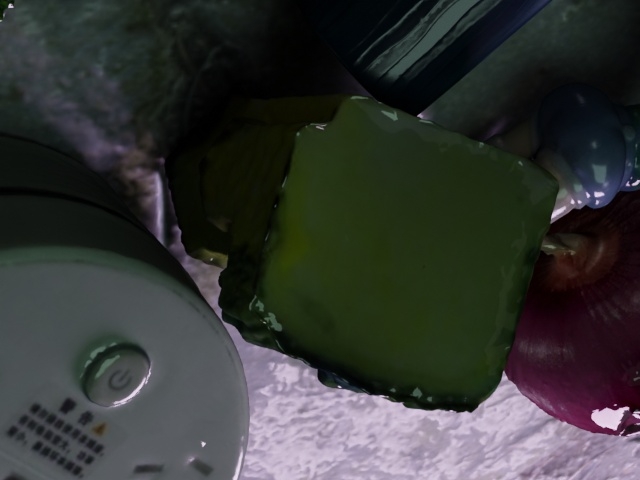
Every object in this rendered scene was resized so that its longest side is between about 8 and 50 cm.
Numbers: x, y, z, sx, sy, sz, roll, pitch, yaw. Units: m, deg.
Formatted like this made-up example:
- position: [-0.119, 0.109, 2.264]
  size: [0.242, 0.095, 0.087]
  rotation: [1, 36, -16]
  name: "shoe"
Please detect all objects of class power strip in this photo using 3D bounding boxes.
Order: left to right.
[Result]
- position: [-0.229, 0.122, 0.952]
  size: [0.358, 0.161, 0.357]
  rotation: [-17, 127, -23]
  name: "power strip"

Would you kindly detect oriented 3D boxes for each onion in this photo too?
- position: [0.240, 0.055, 1.182]
  size: [0.207, 0.200, 0.200]
  rotation: [-26, 135, -16]
  name: "onion"

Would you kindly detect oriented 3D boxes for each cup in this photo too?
- position: [0.078, -0.148, 0.963]
  size: [0.138, 0.113, 0.150]
  rotation: [-42, 133, 11]
  name: "cup"

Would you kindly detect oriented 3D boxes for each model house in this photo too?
- position: [0.000, 0.000, 0.985]
  size: [0.194, 0.211, 0.170]
  rotation: [15, 89, -31]
  name: "model house"

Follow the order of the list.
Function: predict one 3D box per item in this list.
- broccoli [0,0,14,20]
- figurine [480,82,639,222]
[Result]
- position: [-0.258, -0.161, 0.697]
  size: [0.262, 0.241, 0.269]
  rotation: [19, 87, -18]
  name: "broccoli"
- position: [0.262, -0.088, 1.041]
  size: [0.382, 0.224, 0.205]
  rotation: [-30, 122, -2]
  name: "figurine"
